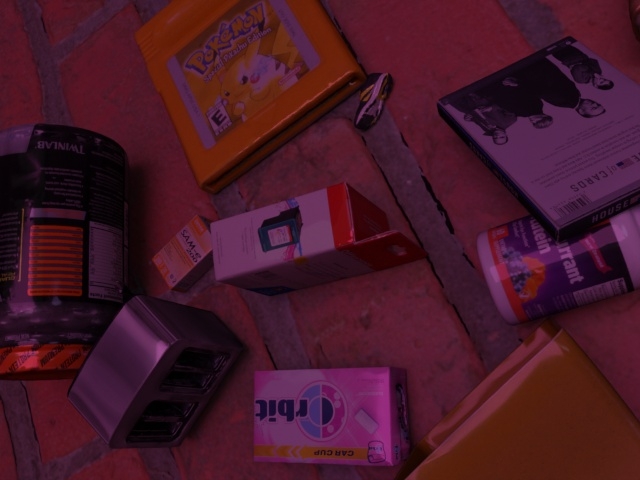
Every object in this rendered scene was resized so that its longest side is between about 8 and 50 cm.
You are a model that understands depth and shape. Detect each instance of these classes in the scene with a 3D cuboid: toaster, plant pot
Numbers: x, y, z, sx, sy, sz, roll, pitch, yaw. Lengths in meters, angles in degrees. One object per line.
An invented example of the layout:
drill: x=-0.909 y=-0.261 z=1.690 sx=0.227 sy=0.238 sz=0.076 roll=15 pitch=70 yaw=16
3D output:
toaster: x=-0.209 y=0.164 z=0.826 sx=0.110 sy=0.186 sz=0.168 roll=35 pitch=93 yaw=33
plant pot: x=0.214 y=0.215 z=0.606 sx=0.187 sy=0.212 sz=0.212 roll=45 pitch=99 yaw=14

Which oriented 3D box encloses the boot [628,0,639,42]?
boot: x=0.340 y=-0.350 z=0.666 sx=0.089 sy=0.236 sz=0.269 roll=-14 pitch=66 yaw=60

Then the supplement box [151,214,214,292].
supplement box: x=-0.187 y=0.019 z=0.932 sx=0.098 sy=0.036 sz=0.062 roll=-43 pitch=64 yaw=10

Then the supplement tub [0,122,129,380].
supplement tub: x=-0.380 y=0.023 z=0.929 sx=0.207 sy=0.207 sz=0.337 roll=-11 pitch=73 yaw=23

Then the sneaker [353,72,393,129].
sneaker: x=0.065 y=-0.186 z=0.866 sx=0.035 sy=0.031 sz=0.083 roll=28 pitch=87 yaw=42

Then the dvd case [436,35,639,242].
dvd case: x=0.257 y=-0.118 z=0.683 sx=0.179 sy=0.029 sz=0.238 roll=-26 pitch=48 yaw=-2

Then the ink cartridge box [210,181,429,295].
ink cartridge box: x=0.000 y=0.000 z=0.790 sx=0.231 sy=0.134 sz=0.078 roll=-15 pitch=71 yaw=22

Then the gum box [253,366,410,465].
gum box: x=0.016 y=0.207 z=0.773 sx=0.188 sy=0.062 sz=0.107 roll=-7 pitch=75 yaw=25

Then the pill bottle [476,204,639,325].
pill bottle: x=0.270 y=0.011 z=0.670 sx=0.194 sy=0.108 sz=0.108 roll=-21 pitch=69 yaw=20

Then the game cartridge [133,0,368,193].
game cartridge: x=-0.120 y=-0.274 z=0.962 sx=0.285 sy=0.053 sz=0.323 roll=-34 pitch=66 yaw=15
